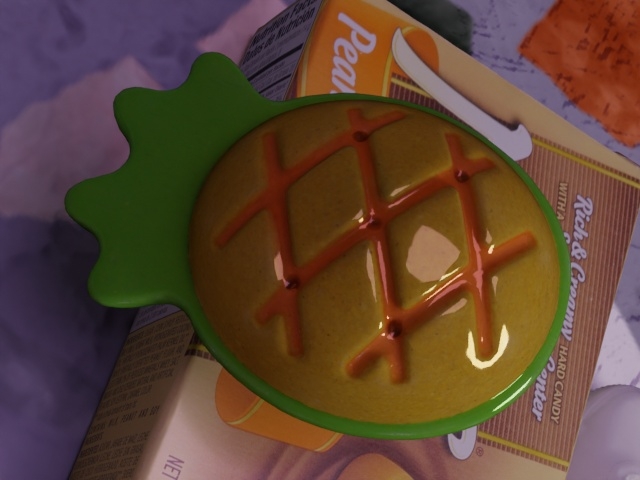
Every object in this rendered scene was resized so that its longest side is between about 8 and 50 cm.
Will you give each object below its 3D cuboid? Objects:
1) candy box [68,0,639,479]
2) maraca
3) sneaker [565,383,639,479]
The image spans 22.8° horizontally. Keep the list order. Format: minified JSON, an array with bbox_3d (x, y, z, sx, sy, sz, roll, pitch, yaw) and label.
[{"bbox_3d":[0.013,0.067,0.672,0.183,0.087,0.316,30,63,-21],"label":"candy box"},{"bbox_3d":[0.000,0.000,0.578,0.185,0.099,0.127,22,70,7],"label":"maraca"},{"bbox_3d":[0.135,0.159,0.722,0.080,0.094,0.212,33,62,-19],"label":"sneaker"}]
